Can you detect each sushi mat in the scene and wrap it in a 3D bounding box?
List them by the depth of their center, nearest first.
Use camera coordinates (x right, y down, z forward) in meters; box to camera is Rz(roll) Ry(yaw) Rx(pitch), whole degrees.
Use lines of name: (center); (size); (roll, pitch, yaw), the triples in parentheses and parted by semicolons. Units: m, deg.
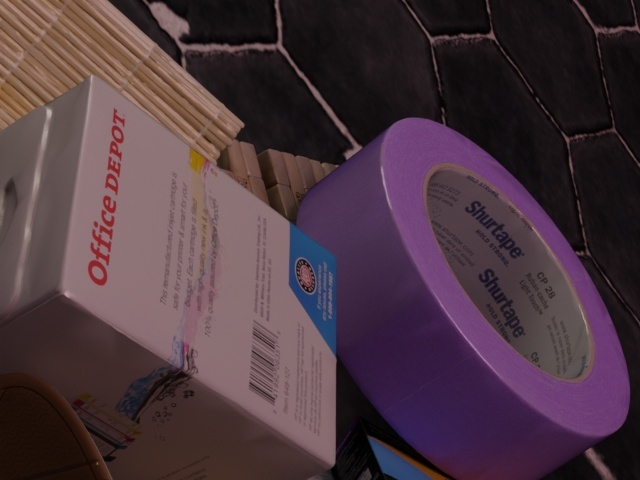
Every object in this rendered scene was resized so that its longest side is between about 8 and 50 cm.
sushi mat: (-0.198, -0.114, 1.187); (0.316, 0.019, 0.151); (42, 73, -27)

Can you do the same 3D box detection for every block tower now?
block tower: (0.000, 0.000, 1.416); (0.335, 0.097, 0.091); (12, 57, -54)

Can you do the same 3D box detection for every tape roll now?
tape roll: (0.107, 0.046, 1.322); (0.275, 0.090, 0.274); (39, 30, -27)

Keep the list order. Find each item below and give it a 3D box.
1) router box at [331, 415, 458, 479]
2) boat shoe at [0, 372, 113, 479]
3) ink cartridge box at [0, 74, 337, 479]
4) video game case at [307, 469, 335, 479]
router box: (0.096, 0.202, 1.227); (0.179, 0.046, 0.133); (32, 10, -17)
boat shoe: (-0.134, 0.218, 0.967); (0.098, 0.109, 0.302); (86, -19, -67)
ink cartridge box: (-0.126, 0.050, 1.117); (0.233, 0.168, 0.171); (38, 38, -35)
video game case: (0.053, 0.240, 1.217); (0.244, 0.061, 0.269); (23, 15, -46)
